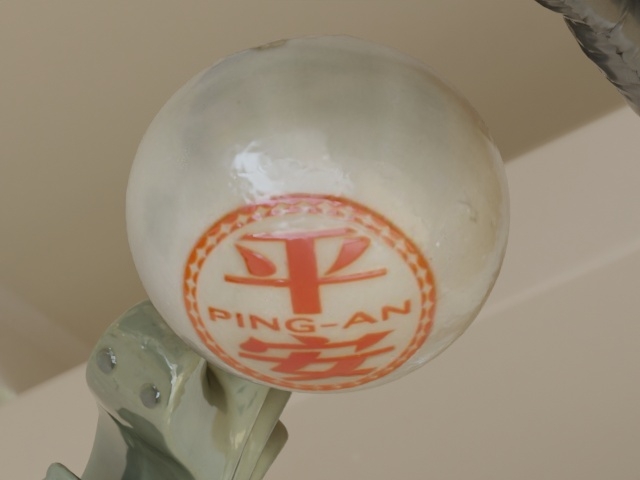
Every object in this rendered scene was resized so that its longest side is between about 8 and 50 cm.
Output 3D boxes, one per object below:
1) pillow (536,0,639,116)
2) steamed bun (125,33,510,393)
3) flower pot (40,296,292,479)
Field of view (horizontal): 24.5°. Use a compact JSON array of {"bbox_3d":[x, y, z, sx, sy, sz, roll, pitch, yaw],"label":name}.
[{"bbox_3d":[0.124,-0.163,0.681,0.326,0.101,0.228,34,-152,-45],"label":"pillow"},{"bbox_3d":[0.000,0.000,0.870,0.232,0.232,0.145,56,-163,-32],"label":"steamed bun"},{"bbox_3d":[-0.157,0.217,1.389,0.164,0.367,0.254,35,-162,23],"label":"flower pot"}]
